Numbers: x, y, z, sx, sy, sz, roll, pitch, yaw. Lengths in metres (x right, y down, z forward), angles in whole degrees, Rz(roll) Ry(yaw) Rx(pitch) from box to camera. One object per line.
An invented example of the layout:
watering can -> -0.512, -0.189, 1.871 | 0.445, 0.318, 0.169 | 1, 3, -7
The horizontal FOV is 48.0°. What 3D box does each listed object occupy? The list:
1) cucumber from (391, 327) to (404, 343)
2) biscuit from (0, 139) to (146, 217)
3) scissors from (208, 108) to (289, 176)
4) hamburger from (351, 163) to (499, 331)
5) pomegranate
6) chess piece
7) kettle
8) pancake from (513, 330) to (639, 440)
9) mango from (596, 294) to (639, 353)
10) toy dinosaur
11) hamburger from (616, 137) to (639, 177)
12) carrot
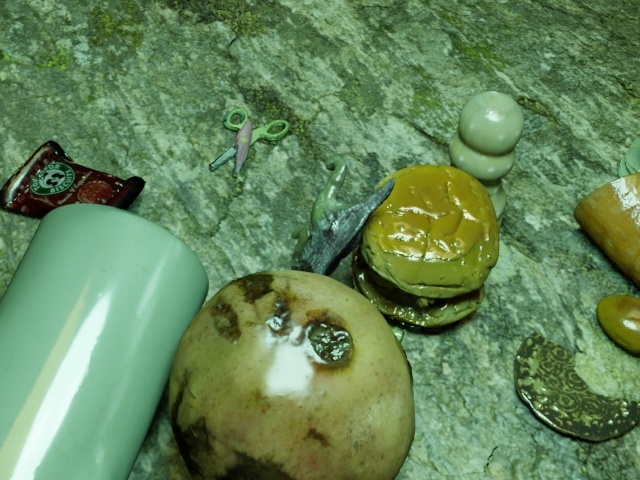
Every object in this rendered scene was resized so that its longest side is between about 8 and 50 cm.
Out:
cucumber -> 0.067, 0.158, 1.085 | 0.107, 0.035, 0.067 | 13, 60, 13
biscuit -> -0.423, -0.085, 1.233 | 0.235, 0.063, 0.151 | 21, 50, 16
scissors -> -0.149, -0.189, 1.378 | 0.133, 0.020, 0.187 | 15, 47, 12
hamburger -> 0.164, 0.007, 1.130 | 0.244, 0.163, 0.245 | 8, 52, -10
pomegranate -> -0.035, 0.190, 0.893 | 0.321, 0.322, 0.322 | 3, 49, -3
chess piece -> 0.269, -0.130, 1.206 | 0.142, 0.261, 0.143 | 4, 47, -4
kettle -> -0.364, 0.175, 0.923 | 0.360, 0.250, 0.377 | -3, 48, 20
pancake -> 0.378, 0.212, 1.076 | 0.184, 0.020, 0.191 | -6, 51, -10
mango -> 0.487, 0.129, 1.131 | 0.080, 0.060, 0.114 | -34, 60, -13
toy dinosaur -> 0.006, 0.004, 1.094 | 0.077, 0.294, 0.162 | 19, 23, -20
hamburger -> 0.640, -0.135, 1.375 | 0.133, 0.063, 0.140 | 34, 52, 18
carrot -> 0.549, 0.014, 1.200 | 0.159, 0.159, 0.225 | -14, 65, -16
